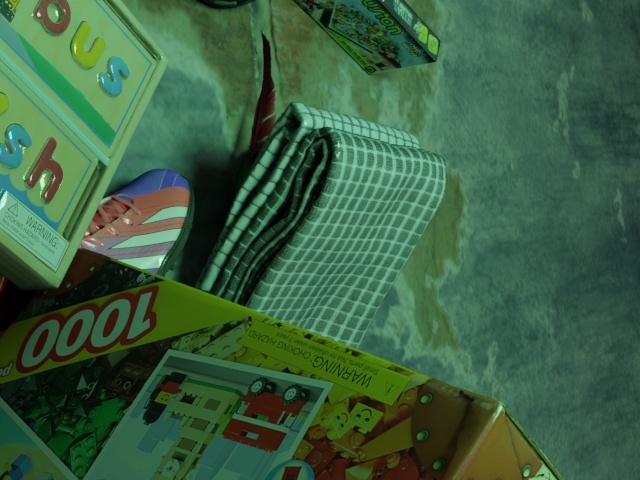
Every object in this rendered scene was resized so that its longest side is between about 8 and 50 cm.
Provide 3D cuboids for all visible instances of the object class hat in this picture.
[{"bbox_3d":[-0.085,-0.095,1.393,0.208,0.183,0.173,-36,149,-23],"label":"hat"}]

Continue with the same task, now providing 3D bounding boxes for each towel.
[{"bbox_3d":[0.000,0.000,1.305,0.235,0.121,0.283,4,121,-53],"label":"towel"}]

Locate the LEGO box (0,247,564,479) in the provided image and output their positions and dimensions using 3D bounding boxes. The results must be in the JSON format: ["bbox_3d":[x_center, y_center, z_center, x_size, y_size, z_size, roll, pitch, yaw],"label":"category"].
[{"bbox_3d":[-0.112,0.243,0.842,0.372,0.500,0.193,-54,129,-19],"label":"LEGO box"}]

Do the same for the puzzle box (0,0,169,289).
[{"bbox_3d":[-0.300,-0.180,0.933,0.409,0.052,0.272,49,50,-42],"label":"puzzle box"}]

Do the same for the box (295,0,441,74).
[{"bbox_3d":[0.059,-0.297,1.534,0.207,0.114,0.036,37,57,-44],"label":"box"}]

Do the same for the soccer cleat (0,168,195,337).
[{"bbox_3d":[-0.229,0.021,1.118,0.318,0.109,0.116,-57,133,-35],"label":"soccer cleat"}]

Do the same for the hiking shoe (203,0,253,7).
[{"bbox_3d":[-0.103,-0.318,1.320,0.227,0.114,0.086,-8,93,-53],"label":"hiking shoe"}]
